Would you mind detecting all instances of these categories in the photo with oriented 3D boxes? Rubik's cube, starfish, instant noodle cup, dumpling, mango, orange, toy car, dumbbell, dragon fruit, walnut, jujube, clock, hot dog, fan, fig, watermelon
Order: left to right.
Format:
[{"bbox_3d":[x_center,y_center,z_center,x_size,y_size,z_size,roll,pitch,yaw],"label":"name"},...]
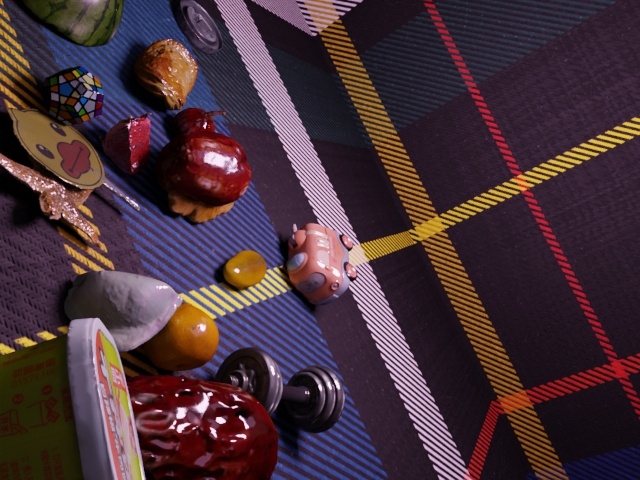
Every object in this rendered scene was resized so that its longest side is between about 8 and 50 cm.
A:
[{"bbox_3d":[-0.389,0.263,0.627,0.294,0.307,0.294,167,-90,-74],"label":"instant noodle cup"},{"bbox_3d":[-0.545,-0.118,1.075,0.295,0.048,0.231,47,16,-37],"label":"starfish"},{"bbox_3d":[-0.551,-0.323,1.192,0.133,0.133,0.112,60,-8,-3],"label":"Rubik's cube"},{"bbox_3d":[-0.624,-0.676,1.350,0.330,0.189,0.331,37,36,-32],"label":"watermelon"},{"bbox_3d":[-0.523,-0.172,1.153,0.335,0.011,0.230,44,15,-32],"label":"fan"},{"bbox_3d":[-0.383,0.137,1.041,0.216,0.105,0.149,7,87,-16],"label":"dumpling"},{"bbox_3d":[-0.474,-0.244,1.295,0.102,0.096,0.147,-40,144,-61],"label":"dragon fruit"},{"bbox_3d":[-0.452,-0.474,1.552,0.175,0.114,0.259,51,29,-34],"label":"hot dog"},{"bbox_3d":[-0.291,0.202,1.117,0.154,0.154,0.134,29,50,-50],"label":"orange"},{"bbox_3d":[-0.240,0.370,0.934,0.376,0.258,0.259,29,40,-48],"label":"jujube"},{"bbox_3d":[-0.358,-0.324,1.556,0.128,0.150,0.129,-17,110,-58],"label":"fig"},{"bbox_3d":[-0.447,-0.784,1.957,0.215,0.041,0.215,44,30,-34],"label":"clock"},{"bbox_3d":[-0.318,-0.169,1.418,0.221,0.244,0.269,31,17,31],"label":"walnut"},{"bbox_3d":[-0.214,0.082,1.484,0.161,0.076,0.103,-16,84,-61],"label":"mango"},{"bbox_3d":[-0.091,0.373,1.302,0.406,0.179,0.179,31,39,-49],"label":"dumbbell"},{"bbox_3d":[-0.017,0.069,1.773,0.212,0.180,0.271,28,40,-34],"label":"toy car"}]
